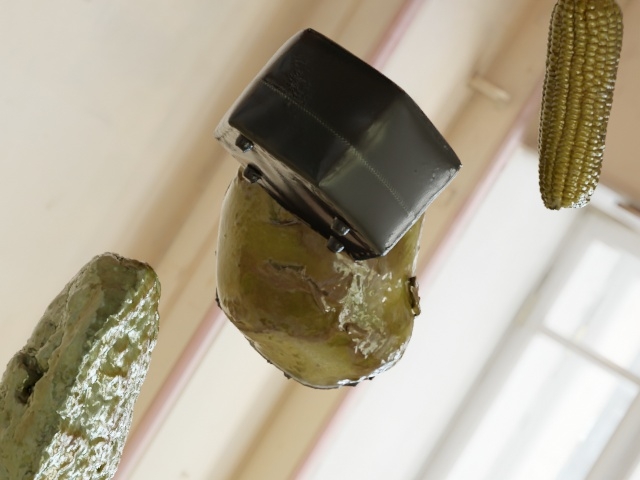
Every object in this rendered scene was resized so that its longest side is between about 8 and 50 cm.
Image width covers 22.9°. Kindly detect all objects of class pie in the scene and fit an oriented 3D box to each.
[{"bbox_3d":[-0.188,0.125,1.165,0.090,0.248,0.201,22,177,8],"label":"pie"}]

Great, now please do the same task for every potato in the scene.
[{"bbox_3d":[0.000,0.000,1.757,0.247,0.299,0.196,-4,160,-2],"label":"potato"}]

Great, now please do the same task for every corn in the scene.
[{"bbox_3d":[0.269,-0.145,1.643,0.080,0.231,0.080,3,-169,-1],"label":"corn"}]

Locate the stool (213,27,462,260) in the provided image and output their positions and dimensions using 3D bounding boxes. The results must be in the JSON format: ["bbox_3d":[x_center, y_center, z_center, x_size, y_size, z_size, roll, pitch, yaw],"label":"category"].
[{"bbox_3d":[0.013,-0.090,1.549,0.232,0.141,0.232,39,170,8],"label":"stool"}]
